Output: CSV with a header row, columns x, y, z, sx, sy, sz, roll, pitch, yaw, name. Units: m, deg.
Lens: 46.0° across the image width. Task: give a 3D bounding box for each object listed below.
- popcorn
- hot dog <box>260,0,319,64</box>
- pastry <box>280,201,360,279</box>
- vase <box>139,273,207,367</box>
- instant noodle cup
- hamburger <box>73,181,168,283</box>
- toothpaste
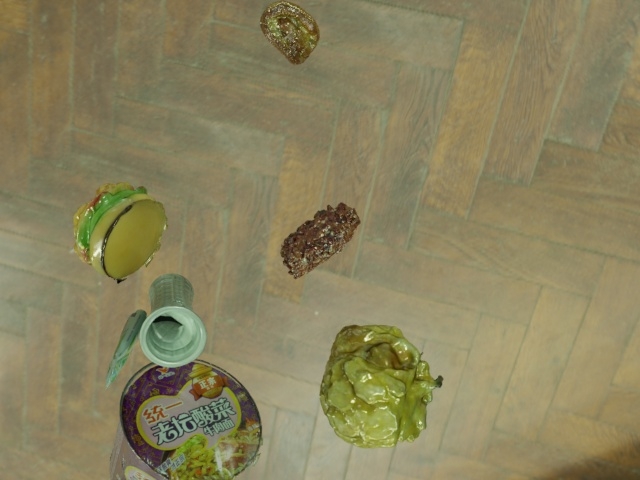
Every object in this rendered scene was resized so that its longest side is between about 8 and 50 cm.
x,y,z,sx,sy,sz,roll,pitch,yaw,name
0.113,0.282,1.451,0.225,0.249,0.249,7,115,21,popcorn
-0.059,-0.423,1.536,0.099,0.065,0.147,-53,137,-4,hot dog
-0.001,-0.001,1.755,0.208,0.097,0.115,-39,68,-9,pastry
-0.343,0.169,1.750,0.143,0.299,0.143,-3,106,-11,vase
-0.336,0.483,1.754,0.340,0.340,0.266,32,126,-1,instant noodle cup
-0.483,-0.035,1.771,0.149,0.237,0.237,29,119,22,hamburger
-0.437,0.231,1.702,0.048,0.297,0.074,22,108,-8,toothpaste
